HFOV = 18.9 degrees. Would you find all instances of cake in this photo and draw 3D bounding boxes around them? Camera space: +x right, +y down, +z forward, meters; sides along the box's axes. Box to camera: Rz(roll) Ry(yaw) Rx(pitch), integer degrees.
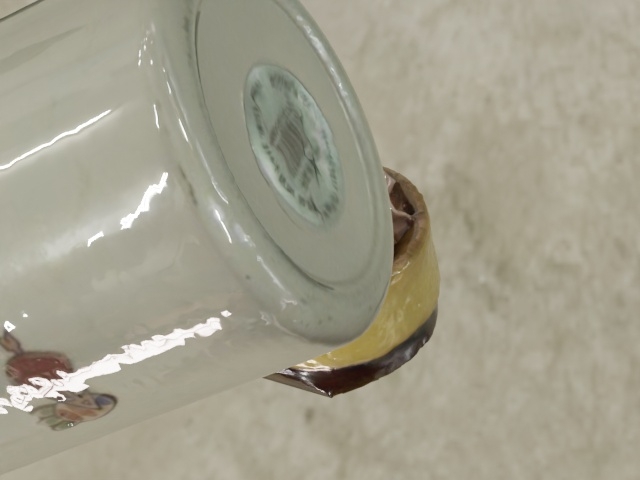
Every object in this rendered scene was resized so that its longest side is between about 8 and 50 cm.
[{"bbox_3d":[0.000,0.000,1.589,0.185,0.208,0.178,-9,138,7],"label":"cake"}]

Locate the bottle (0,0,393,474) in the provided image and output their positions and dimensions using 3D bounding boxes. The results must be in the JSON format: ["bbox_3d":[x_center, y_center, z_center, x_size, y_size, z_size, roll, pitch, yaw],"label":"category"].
[{"bbox_3d":[-0.104,0.012,0.511,0.233,0.110,0.110,-22,104,25],"label":"bottle"}]
